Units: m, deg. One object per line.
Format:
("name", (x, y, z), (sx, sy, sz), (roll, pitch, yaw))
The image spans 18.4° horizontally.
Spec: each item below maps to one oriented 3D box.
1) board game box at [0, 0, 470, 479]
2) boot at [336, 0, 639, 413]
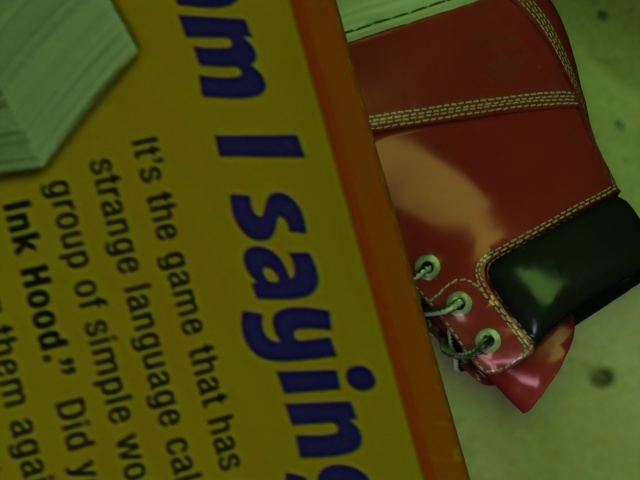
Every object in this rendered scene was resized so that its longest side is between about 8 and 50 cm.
("board game box", (-0.214, 0.037, 0.525), (0.356, 0.356, 0.356), (-13, 85, -27))
("boot", (0.000, 0.000, 0.754), (0.244, 0.088, 0.176), (-20, 79, -9))
